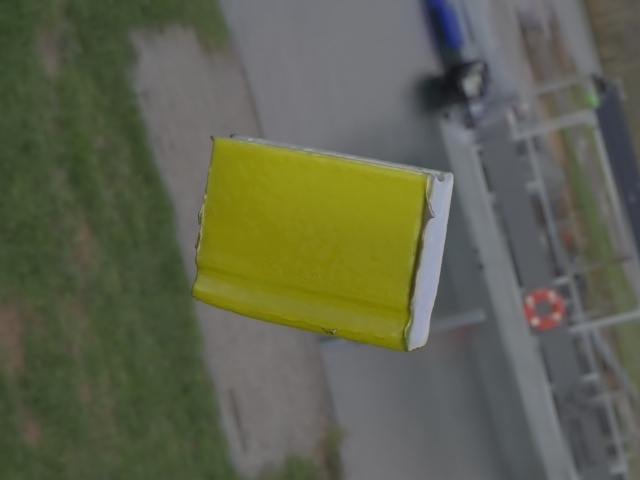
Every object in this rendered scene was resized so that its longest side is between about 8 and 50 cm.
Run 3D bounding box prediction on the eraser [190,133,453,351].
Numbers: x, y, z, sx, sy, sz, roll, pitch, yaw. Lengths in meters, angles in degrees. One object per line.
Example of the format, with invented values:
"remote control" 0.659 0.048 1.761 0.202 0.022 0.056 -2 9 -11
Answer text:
"eraser" 0.000 0.000 1.582 0.069 0.226 0.158 -2 102 -66
